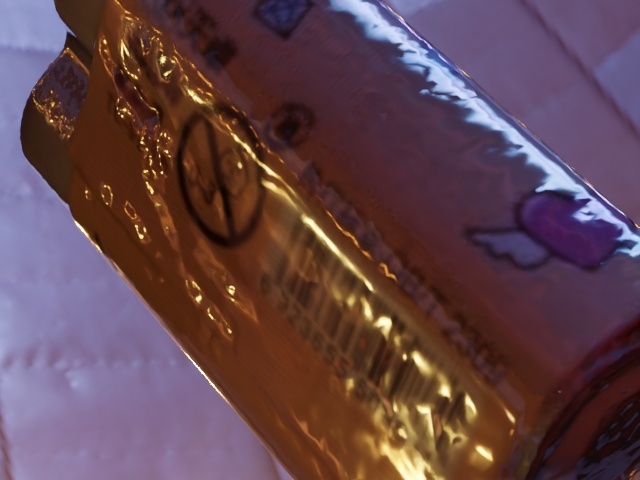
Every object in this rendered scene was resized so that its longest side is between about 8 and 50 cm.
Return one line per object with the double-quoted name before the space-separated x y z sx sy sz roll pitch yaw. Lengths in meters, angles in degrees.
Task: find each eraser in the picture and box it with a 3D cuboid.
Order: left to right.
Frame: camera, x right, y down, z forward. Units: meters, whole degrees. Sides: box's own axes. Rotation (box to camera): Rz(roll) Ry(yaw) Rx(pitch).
"eraser" 0.000 0.000 0.672 0.087 0.171 0.290 -11 -136 -39
